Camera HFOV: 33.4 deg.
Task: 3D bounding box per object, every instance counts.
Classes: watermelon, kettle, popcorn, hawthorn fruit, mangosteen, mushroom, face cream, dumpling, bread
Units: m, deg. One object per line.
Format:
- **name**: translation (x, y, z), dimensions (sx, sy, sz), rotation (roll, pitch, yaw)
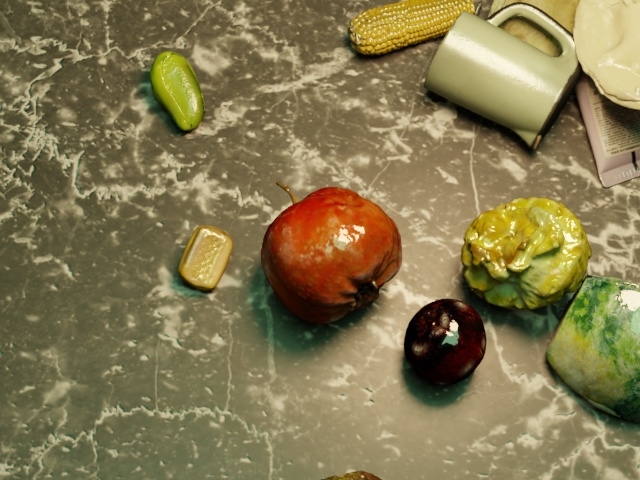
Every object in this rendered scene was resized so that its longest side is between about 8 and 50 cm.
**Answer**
- **watermelon**: translation (0.558, 0.191, 1.821), dimensions (0.305, 0.180, 0.224), rotation (27, 112, 6)
- **kettle**: translation (0.356, -0.331, 2.010), dimensions (0.255, 0.165, 0.240), rotation (29, 94, 11)
- **popcorn**: translation (0.355, 0.021, 1.855), dimensions (0.221, 0.183, 0.204), rotation (-12, 46, 26)
- **hawthorn fruit**: translation (0.000, 0.000, 1.840), dimensions (0.242, 0.242, 0.271), rotation (-33, 64, -14)
- **mangosteen**: translation (0.219, 0.177, 1.820), dimensions (0.153, 0.152, 0.152), rotation (0, 66, -1)
- **mushroom**: translation (0.450, -0.478, 2.092), dimensions (0.190, 0.164, 0.267), rotation (33, 69, 13)
- **face cream**: translation (0.561, -0.249, 2.042), dimensions (0.154, 0.096, 0.273), rotation (-18, 82, -12)
- **dumpling**: translation (0.627, -0.402, 1.974), dimensions (0.316, 0.233, 0.395), rotation (34, 75, 25)
- **bread**: translation (-0.207, 0.031, 1.911), dimensions (0.082, 0.056, 0.115), rotation (21, 82, -13)

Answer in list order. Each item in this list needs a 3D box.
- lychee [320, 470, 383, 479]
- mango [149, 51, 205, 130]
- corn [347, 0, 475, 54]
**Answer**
- **lychee**: translation (0.040, 0.451, 1.681), dimensions (0.171, 0.171, 0.171), rotation (0, 66, -1)
- **mango**: translation (-0.273, -0.283, 2.041), dimensions (0.091, 0.074, 0.165), rotation (-16, 79, -13)
- **corn**: translation (0.180, -0.431, 2.105), dimensions (0.260, 0.091, 0.091), rotation (-18, 46, -12)
